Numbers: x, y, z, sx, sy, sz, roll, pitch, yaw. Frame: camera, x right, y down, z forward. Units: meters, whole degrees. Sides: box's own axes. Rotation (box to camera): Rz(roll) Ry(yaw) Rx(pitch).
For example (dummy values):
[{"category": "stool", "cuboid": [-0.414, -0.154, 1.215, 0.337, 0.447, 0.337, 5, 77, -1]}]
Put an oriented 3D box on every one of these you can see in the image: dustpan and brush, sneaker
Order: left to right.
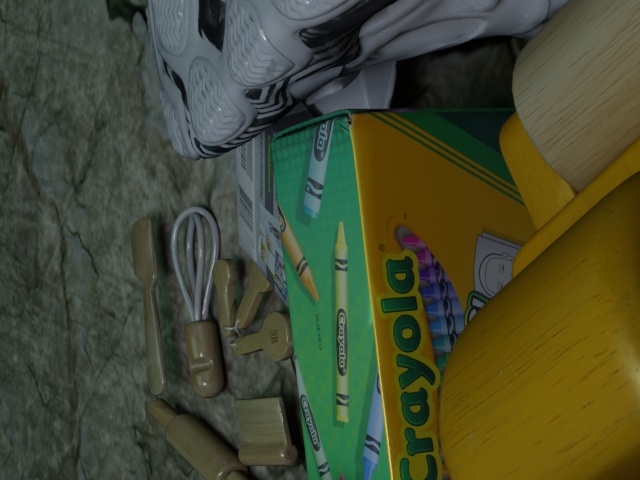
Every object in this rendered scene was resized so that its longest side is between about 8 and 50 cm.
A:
[{"category": "dustpan and brush", "cuboid": [0.015, -0.170, 1.088, 0.147, 0.060, 0.211, -177, 78, -67]}, {"category": "sneaker", "cuboid": [0.034, -0.140, 0.939, 0.366, 0.210, 0.137, 147, 115, -65]}]

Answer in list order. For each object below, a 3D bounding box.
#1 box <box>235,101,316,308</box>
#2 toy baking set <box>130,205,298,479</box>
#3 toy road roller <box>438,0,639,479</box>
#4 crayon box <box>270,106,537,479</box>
[{"category": "box", "cuboid": [0.000, 0.000, 1.090, 0.186, 0.038, 0.145, 52, 153, 41]}, {"category": "toy baking set", "cuboid": [-0.081, 0.083, 1.265, 0.256, 0.030, 0.196, 29, 113, 50]}, {"category": "toy road roller", "cuboid": [0.158, 0.004, 0.723, 0.202, 0.241, 0.329, -47, 55, 46]}, {"category": "crayon box", "cuboid": [0.074, 0.069, 0.915, 0.081, 0.165, 0.278, -13, 82, 55]}]
